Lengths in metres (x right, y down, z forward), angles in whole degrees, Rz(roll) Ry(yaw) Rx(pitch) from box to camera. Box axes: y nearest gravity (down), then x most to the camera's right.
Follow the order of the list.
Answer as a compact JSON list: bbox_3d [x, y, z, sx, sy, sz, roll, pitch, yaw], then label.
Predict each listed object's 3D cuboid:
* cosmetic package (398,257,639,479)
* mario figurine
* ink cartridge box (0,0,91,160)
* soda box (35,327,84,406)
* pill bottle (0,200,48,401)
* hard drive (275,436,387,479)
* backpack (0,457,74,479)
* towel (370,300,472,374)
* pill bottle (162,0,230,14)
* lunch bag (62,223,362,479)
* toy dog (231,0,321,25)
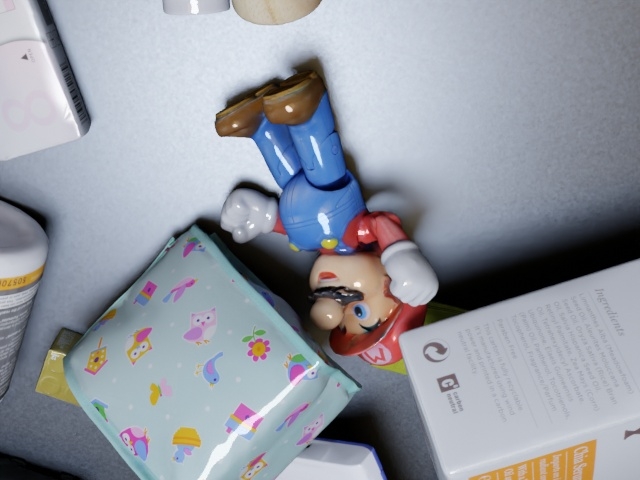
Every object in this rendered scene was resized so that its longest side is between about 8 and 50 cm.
[{"bbox_3d":[0.329,0.147,0.897,0.453,0.161,0.230,-18,142,2],"label":"cosmetic package"},{"bbox_3d":[0.000,0.000,0.889,0.170,0.198,0.320,-29,105,-3],"label":"mario figurine"},{"bbox_3d":[-0.378,-0.168,0.890,0.232,0.066,0.189,-16,111,1],"label":"ink cartridge box"},{"bbox_3d":[-0.235,0.170,1.020,0.181,0.058,0.061,22,109,-8],"label":"soda box"},{"bbox_3d":[-0.406,0.098,0.937,0.162,0.162,0.278,20,110,-8],"label":"pill bottle"},{"bbox_3d":[0.029,0.375,1.054,0.210,0.040,0.318,-4,117,41],"label":"hard drive"},{"bbox_3d":[-0.380,0.379,1.038,0.166,0.144,0.188,21,96,-10],"label":"backpack"},{"bbox_3d":[0.186,0.136,1.030,0.237,0.021,0.102,14,110,-6],"label":"towel"},{"bbox_3d":[-0.124,-0.299,0.821,0.087,0.087,0.160,-2,112,0],"label":"pill bottle"},{"bbox_3d":[-0.127,0.132,0.911,0.223,0.262,0.160,-47,150,-1],"label":"lunch bag"},{"bbox_3d":[-0.004,-0.330,0.756,0.161,0.334,0.220,34,132,29],"label":"toy dog"}]
